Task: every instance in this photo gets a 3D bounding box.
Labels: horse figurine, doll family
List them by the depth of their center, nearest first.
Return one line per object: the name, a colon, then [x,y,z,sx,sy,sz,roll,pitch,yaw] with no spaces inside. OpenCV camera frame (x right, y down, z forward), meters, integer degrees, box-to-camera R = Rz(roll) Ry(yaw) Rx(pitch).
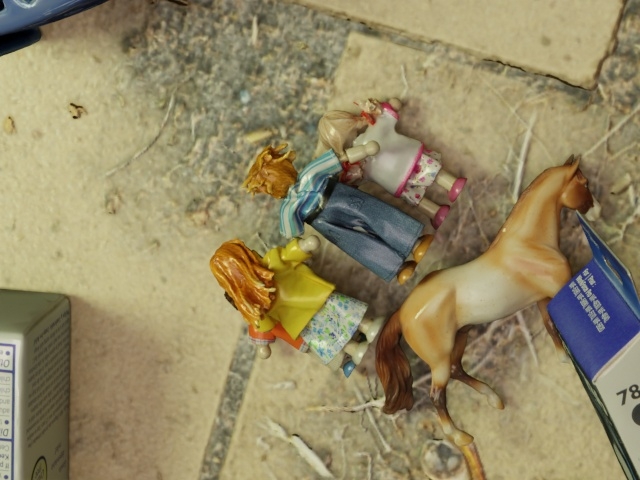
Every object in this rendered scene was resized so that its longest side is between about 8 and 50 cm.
doll family: [0.000,0.000,1.430,0.163,0.118,0.263,31,104,1]
horse figurine: [0.149,0.065,1.450,0.263,0.066,0.174,-29,104,10]

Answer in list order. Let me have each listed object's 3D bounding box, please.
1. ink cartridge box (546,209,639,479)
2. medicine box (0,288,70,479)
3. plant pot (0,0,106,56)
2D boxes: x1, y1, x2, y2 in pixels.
ink cartridge box: [0.264,0.149,1.366,0.065,0.165,0.333,-25,108,3]
medicine box: [-0.371,0.192,1.509,0.263,0.149,0.289,5,103,7]
plant pot: [-0.265,-0.271,1.362,0.212,0.236,0.236,-29,96,20]
